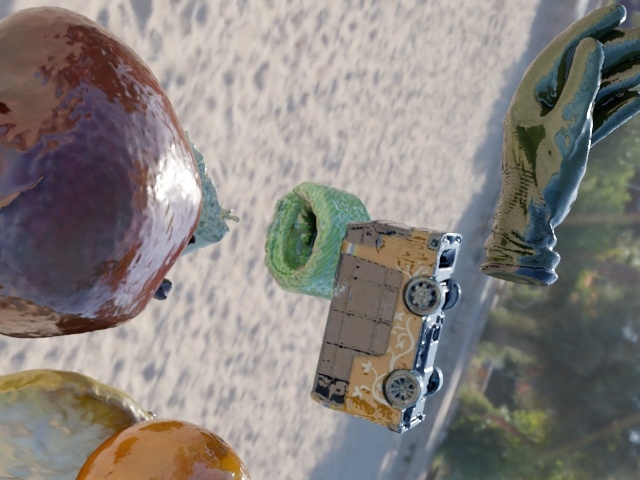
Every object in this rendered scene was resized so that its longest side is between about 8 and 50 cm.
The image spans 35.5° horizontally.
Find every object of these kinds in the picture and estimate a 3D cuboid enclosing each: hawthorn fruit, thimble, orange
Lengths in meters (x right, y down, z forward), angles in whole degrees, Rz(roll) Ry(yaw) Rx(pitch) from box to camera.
[{"bbox_3d":[-0.248,-0.050,0.850,0.311,0.295,0.295,83,29,-77],"label":"hawthorn fruit"},{"bbox_3d":[0.000,0.000,1.889,0.150,0.219,0.219,12,100,-36],"label":"thimble"},{"bbox_3d":[-0.227,0.394,1.418,0.226,0.284,0.284,8,103,-56],"label":"orange"}]

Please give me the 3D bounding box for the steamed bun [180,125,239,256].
[{"bbox_3d":[-0.329,-0.112,1.806,0.273,0.290,0.272,-32,124,-29],"label":"steamed bun"}]

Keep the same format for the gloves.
[{"bbox_3d":[0.212,-0.088,0.895,0.268,0.107,0.135,-63,168,-3],"label":"gloves"}]

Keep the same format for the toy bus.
[{"bbox_3d":[0.112,0.129,1.637,0.162,0.194,0.324,1,101,-69],"label":"toy bus"}]

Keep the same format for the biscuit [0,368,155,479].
[{"bbox_3d":[-0.500,0.358,1.732,0.104,0.446,0.429,-99,170,-46],"label":"biscuit"}]
